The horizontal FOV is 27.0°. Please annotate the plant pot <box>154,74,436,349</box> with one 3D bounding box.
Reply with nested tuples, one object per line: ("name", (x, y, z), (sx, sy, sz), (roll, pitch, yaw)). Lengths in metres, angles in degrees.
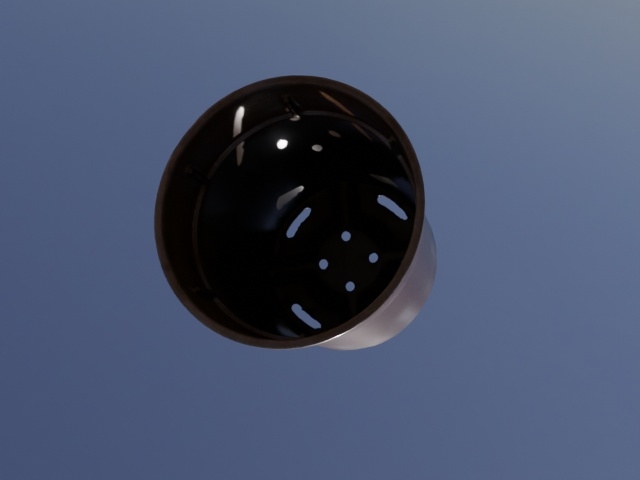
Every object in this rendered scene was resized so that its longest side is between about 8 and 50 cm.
("plant pot", (0.000, 0.000, 0.861), (0.167, 0.167, 0.165), (26, 175, 19))
